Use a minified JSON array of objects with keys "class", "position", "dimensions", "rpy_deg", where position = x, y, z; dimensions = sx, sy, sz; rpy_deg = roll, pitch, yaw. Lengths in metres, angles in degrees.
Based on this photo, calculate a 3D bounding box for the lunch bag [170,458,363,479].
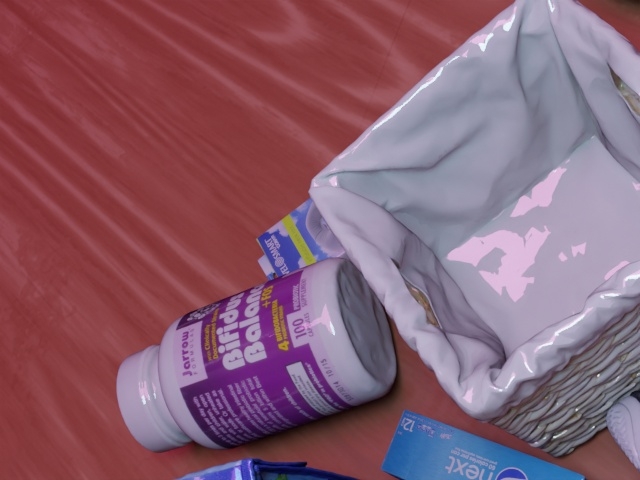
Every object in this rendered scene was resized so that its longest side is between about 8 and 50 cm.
[{"class":"lunch bag","position":[-0.099,0.300,1.081],"dimensions":[0.221,0.293,0.138],"rpy_deg":[-18,58,22]}]

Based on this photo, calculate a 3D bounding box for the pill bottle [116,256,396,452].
[{"class":"pill bottle","position":[-0.079,0.144,1.230],"dimensions":[0.302,0.169,0.169],"rpy_deg":[-22,56,20]}]

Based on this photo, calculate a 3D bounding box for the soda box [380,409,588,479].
[{"class":"soda box","position":[0.172,0.245,1.089],"dimensions":[0.210,0.067,0.071],"rpy_deg":[15,75,36]}]

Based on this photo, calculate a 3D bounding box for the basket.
[{"class":"basket","position":[0.228,-0.006,1.060],"dimensions":[0.331,0.266,0.328],"rpy_deg":[-40,52,7]}]

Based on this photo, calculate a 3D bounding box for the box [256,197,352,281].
[{"class":"box","position":[0.000,0.000,1.338],"dimensions":[0.178,0.042,0.109],"rpy_deg":[-38,52,8]}]

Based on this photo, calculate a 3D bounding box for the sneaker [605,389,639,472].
[{"class":"sneaker","position":[0.431,0.212,0.903],"dimensions":[0.210,0.137,0.366],"rpy_deg":[-46,48,7]}]
